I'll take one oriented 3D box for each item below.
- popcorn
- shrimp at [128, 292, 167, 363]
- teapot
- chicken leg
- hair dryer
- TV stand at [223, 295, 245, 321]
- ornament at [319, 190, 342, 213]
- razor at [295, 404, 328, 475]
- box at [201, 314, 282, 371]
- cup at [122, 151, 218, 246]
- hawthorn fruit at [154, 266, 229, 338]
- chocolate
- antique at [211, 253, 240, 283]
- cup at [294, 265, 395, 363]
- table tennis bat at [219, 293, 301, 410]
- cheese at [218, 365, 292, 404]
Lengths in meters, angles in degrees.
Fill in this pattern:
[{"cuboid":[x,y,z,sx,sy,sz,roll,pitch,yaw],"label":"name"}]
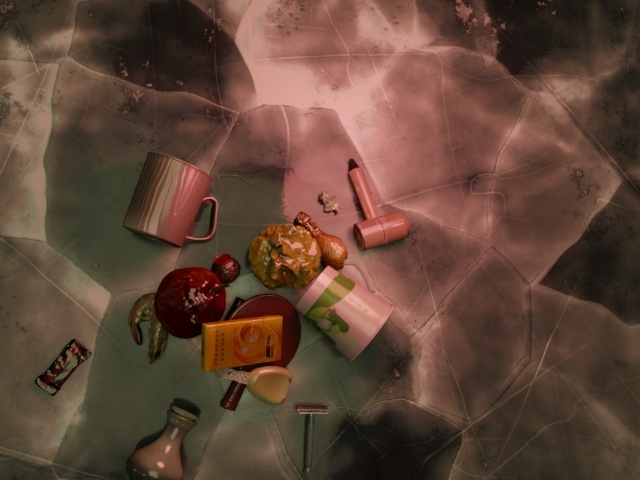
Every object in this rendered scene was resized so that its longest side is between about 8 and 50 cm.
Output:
[{"cuboid":[-0.119,0.051,1.884,0.250,0.225,0.249,4,73,-14],"label":"popcorn"},{"cuboid":[-0.569,0.291,1.857,0.133,0.053,0.235,1,79,-12],"label":"shrimp"},{"cuboid":[-0.486,0.658,1.776,0.184,0.183,0.250,28,67,-6],"label":"teapot"},{"cuboid":[0.001,-0.002,1.984,0.107,0.087,0.251,-41,85,-23],"label":"chicken leg"},{"cuboid":[0.183,-0.148,2.033,0.190,0.107,0.344,-17,80,-12],"label":"hair dryer"},{"cuboid":[-0.326,0.311,1.901,0.040,0.049,0.256,29,79,-7],"label":"TV stand"},{"cuboid":[0.036,-0.136,2.028,0.092,0.041,0.068,18,86,-17],"label":"ornament"},{"cuboid":[-0.034,0.678,1.905,0.106,0.068,0.231,3,87,-9],"label":"razor"},{"cuboid":[-0.250,0.327,1.808,0.270,0.043,0.152,-1,99,-33],"label":"box"},{"cuboid":[-0.490,-0.123,1.871,0.209,0.288,0.272,15,79,28],"label":"cup"},{"cuboid":[-0.394,0.183,1.812,0.266,0.210,0.230,-26,71,21],"label":"hawthorn fruit"},{"cuboid":[-0.830,0.409,1.808,0.086,0.028,0.182,43,76,-5],"label":"chocolate"},{"cuboid":[-0.321,0.100,1.905,0.104,0.104,0.103,1,83,-10],"label":"antique"},{"cuboid":[0.074,0.235,1.895,0.274,0.253,0.253,40,78,4],"label":"cup"},{"cuboid":[-0.221,0.376,1.893,0.268,0.051,0.414,28,83,-19],"label":"table tennis bat"},{"cuboid":[-0.217,0.460,1.846,0.252,0.054,0.127,21,85,-28],"label":"cheese"}]
